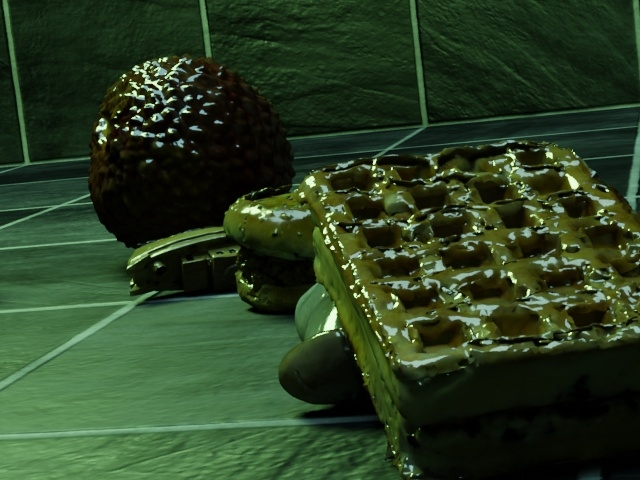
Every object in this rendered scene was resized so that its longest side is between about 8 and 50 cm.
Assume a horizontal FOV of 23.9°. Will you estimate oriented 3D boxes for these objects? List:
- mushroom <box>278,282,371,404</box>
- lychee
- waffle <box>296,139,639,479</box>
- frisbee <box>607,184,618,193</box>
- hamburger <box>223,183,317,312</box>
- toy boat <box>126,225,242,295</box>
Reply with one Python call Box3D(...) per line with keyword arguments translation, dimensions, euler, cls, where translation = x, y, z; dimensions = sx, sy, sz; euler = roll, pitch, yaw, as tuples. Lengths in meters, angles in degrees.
Box3D(translation=(0.032, 0.064, 1.136), dimensions=(0.116, 0.093, 0.225), euler=(-32, 15, 9), cls="mushroom")
Box3D(translation=(-0.152, -0.096, 1.837), dimensions=(0.267, 0.267, 0.267), euler=(-6, 8, 1), cls="lychee")
Box3D(translation=(0.113, 0.031, 0.976), dimensions=(0.213, 0.091, 0.308), euler=(-7, 25, -9), cls="waffle")
Box3D(translation=(0.255, -0.069, 1.928), dimensions=(0.250, 0.021, 0.251), euler=(4, 3, 0), cls="frisbee")
Box3D(translation=(0.000, 0.000, 1.485), dimensions=(0.185, 0.113, 0.177), euler=(-8, 7, -1), cls="hamburger")
Box3D(translation=(-0.107, 0.024, 1.603), dimensions=(0.206, 0.064, 0.072), euler=(-11, 27, -19), cls="toy boat")
